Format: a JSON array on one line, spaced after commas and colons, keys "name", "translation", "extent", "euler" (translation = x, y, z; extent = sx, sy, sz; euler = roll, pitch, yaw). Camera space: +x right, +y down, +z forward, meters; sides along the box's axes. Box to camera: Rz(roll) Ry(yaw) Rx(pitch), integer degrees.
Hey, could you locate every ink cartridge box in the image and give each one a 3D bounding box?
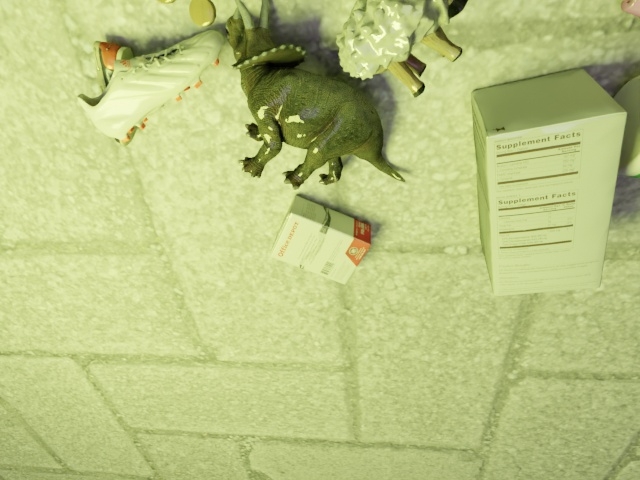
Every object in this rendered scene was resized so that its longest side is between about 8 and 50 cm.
[{"name": "ink cartridge box", "translation": [0.000, 0.000, 0.705], "extent": [0.135, 0.056, 0.099], "euler": [22, 128, -10]}]

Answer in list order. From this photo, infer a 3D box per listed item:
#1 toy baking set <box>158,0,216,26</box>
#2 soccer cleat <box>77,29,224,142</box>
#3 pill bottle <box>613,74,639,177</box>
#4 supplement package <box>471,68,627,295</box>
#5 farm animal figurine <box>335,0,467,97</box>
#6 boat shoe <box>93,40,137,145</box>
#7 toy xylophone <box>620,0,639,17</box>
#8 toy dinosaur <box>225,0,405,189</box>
[{"name": "toy baking set", "translation": [-0.097, -0.335, 0.435], "extent": [0.256, 0.030, 0.197], "euler": [-10, 114, 21]}, {"name": "soccer cleat", "translation": [-0.206, -0.201, 0.537], "extent": [0.196, 0.068, 0.076], "euler": [-35, 127, 9]}, {"name": "pill bottle", "translation": [0.456, -0.121, 0.507], "extent": [0.208, 0.118, 0.118], "euler": [7, 129, 1]}, {"name": "supplement package", "translation": [0.276, -0.065, 0.562], "extent": [0.133, 0.139, 0.244], "euler": [-7, 128, 15]}, {"name": "farm animal figurine", "translation": [0.137, -0.321, 0.330], "extent": [0.172, 0.331, 0.326], "euler": [32, 154, -21]}, {"name": "boat shoe", "translation": [-0.276, -0.195, 0.591], "extent": [0.043, 0.049, 0.137], "euler": [14, 127, 0]}, {"name": "toy xylophone", "translation": [0.437, -0.323, 0.368], "extent": [0.236, 0.081, 0.323], "euler": [23, 128, -11]}, {"name": "toy dinosaur", "translation": [-0.006, -0.146, 0.550], "extent": [0.313, 0.121, 0.160], "euler": [30, 133, -12]}]
